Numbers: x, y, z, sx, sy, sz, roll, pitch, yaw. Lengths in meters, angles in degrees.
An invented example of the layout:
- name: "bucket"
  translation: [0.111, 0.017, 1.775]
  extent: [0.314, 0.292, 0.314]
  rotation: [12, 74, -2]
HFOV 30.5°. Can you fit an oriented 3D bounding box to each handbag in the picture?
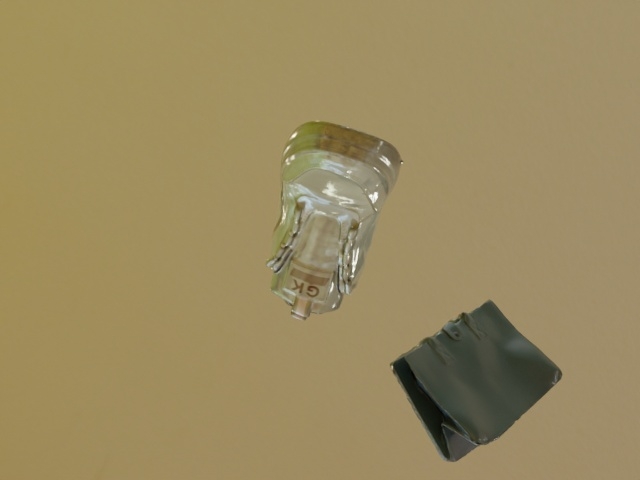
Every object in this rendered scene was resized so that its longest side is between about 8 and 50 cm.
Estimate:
- name: "handbag"
  translation: [0.184, 0.161, 1.399]
  extent: [0.144, 0.221, 0.057]
  rotation: [52, -50, 10]

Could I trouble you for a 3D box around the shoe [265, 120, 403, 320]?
- name: "shoe"
  translation: [0.000, 0.000, 1.252]
  extent: [0.124, 0.316, 0.159]
  rotation: [16, -110, 4]
